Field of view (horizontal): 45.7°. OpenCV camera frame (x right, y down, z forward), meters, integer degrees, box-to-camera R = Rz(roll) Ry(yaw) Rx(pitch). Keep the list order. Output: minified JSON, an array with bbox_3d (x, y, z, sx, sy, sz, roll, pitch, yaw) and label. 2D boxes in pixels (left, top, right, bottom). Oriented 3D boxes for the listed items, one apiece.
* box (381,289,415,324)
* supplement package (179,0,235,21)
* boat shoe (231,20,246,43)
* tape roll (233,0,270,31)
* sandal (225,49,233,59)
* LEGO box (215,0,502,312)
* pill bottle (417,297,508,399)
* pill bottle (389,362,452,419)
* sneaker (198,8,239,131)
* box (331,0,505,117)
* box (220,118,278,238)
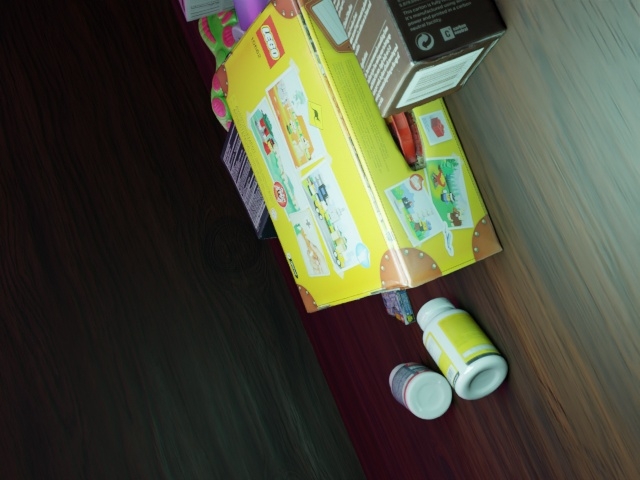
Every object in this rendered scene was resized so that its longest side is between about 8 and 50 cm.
[{"bbox_3d":[0.181,0.143,1.822,0.137,0.027,0.093,-158,50,-76],"label":"box"},{"bbox_3d":[-0.323,-0.781,2.110,0.145,0.204,0.261,135,114,-78],"label":"supplement package"},{"bbox_3d":[-0.073,-0.430,1.750,0.302,0.094,0.109,41,166,14],"label":"boat shoe"},{"bbox_3d":[-0.078,-0.483,1.511,0.189,0.189,0.080,-131,23,-61],"label":"tape roll"},{"bbox_3d":[-0.125,-0.356,1.709,0.254,0.097,0.054,39,165,20],"label":"sandal"},{"bbox_3d":[0.040,-0.154,1.295,0.372,0.193,0.500,-24,86,63],"label":"LEGO box"},{"bbox_3d":[0.249,0.190,1.374,0.184,0.103,0.103,-121,15,-46],"label":"pill bottle"},{"bbox_3d":[0.224,0.342,1.764,0.180,0.108,0.108,-171,61,-77],"label":"pill bottle"},{"bbox_3d":[-0.219,-0.496,2.231,0.202,0.185,0.482,27,-135,-52],"label":"sneaker"},{"bbox_3d":[0.087,-0.384,1.030,0.191,0.143,0.381,124,123,-77],"label":"box"},{"bbox_3d":[-0.088,-0.214,1.858,0.294,0.183,0.296,62,144,31],"label":"box"}]
